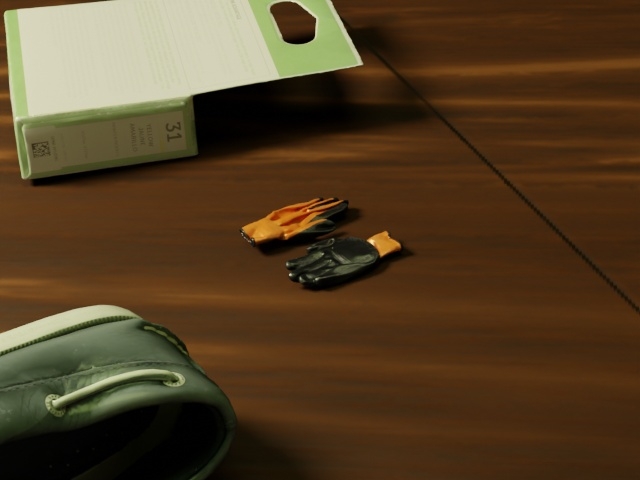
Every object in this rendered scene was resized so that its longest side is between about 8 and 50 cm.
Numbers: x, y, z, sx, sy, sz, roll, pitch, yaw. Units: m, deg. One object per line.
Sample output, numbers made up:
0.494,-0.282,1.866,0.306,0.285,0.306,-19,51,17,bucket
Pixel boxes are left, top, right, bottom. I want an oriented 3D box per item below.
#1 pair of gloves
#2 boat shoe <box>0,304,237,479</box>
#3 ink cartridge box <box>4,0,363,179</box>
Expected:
0.000,0.000,0.932,0.074,0.010,0.083,-21,39,-25,pair of gloves
-0.177,0.122,0.680,0.319,0.116,0.099,-25,34,-35,boat shoe
-0.101,-0.122,1.092,0.235,0.056,0.171,-8,34,-9,ink cartridge box
